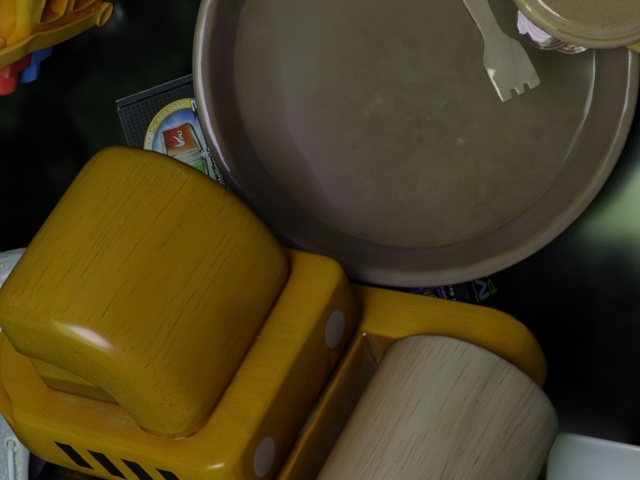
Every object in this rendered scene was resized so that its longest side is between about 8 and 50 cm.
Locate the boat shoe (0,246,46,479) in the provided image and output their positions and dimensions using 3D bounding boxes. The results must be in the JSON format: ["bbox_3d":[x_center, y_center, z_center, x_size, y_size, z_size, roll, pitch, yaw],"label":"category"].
[{"bbox_3d":[-0.196,0.162,1.444,0.103,0.118,0.320,-10,89,33],"label":"boat shoe"}]

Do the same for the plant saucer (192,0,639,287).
[{"bbox_3d":[0.059,-0.110,1.236,0.277,0.041,0.278,0,92,0],"label":"plant saucer"}]

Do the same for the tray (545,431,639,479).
[{"bbox_3d":[0.265,0.202,1.199,0.270,0.030,0.145,8,106,25],"label":"tray"}]

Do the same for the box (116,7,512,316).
[{"bbox_3d":[0.000,0.000,1.337,0.216,0.060,0.270,-16,93,29],"label":"box"}]

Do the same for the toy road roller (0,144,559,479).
[{"bbox_3d":[-0.047,0.081,1.164,0.329,0.202,0.241,11,145,30],"label":"toy road roller"}]

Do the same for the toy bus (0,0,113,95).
[{"bbox_3d":[-0.230,-0.181,1.336,0.149,0.220,0.211,23,116,16],"label":"toy bus"}]

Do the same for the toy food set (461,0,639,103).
[{"bbox_3d":[0.168,-0.170,1.197,0.192,0.038,0.132,-25,83,-6],"label":"toy food set"}]
